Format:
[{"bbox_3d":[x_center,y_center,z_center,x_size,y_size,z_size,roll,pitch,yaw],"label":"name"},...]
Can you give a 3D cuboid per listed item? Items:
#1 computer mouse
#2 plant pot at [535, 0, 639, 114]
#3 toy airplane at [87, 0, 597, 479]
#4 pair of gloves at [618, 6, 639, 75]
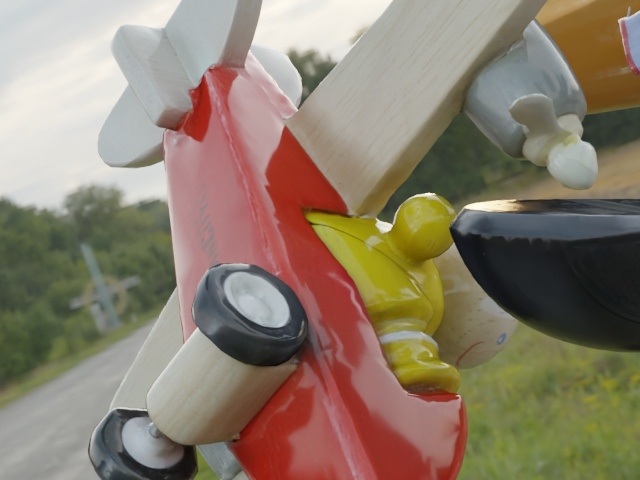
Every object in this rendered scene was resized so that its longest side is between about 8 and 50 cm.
[{"bbox_3d":[0.197,0.017,0.686,0.272,0.072,0.188,-1,7,-9],"label":"computer mouse"},{"bbox_3d":[0.223,-0.182,1.064,0.188,0.205,0.205,-19,1,17],"label":"plant pot"},{"bbox_3d":[0.000,0.000,0.869,0.273,0.384,0.386,18,-9,-28],"label":"toy airplane"},{"bbox_3d":[0.217,-0.114,0.681,0.159,0.023,0.198,-41,29,30],"label":"pair of gloves"}]
